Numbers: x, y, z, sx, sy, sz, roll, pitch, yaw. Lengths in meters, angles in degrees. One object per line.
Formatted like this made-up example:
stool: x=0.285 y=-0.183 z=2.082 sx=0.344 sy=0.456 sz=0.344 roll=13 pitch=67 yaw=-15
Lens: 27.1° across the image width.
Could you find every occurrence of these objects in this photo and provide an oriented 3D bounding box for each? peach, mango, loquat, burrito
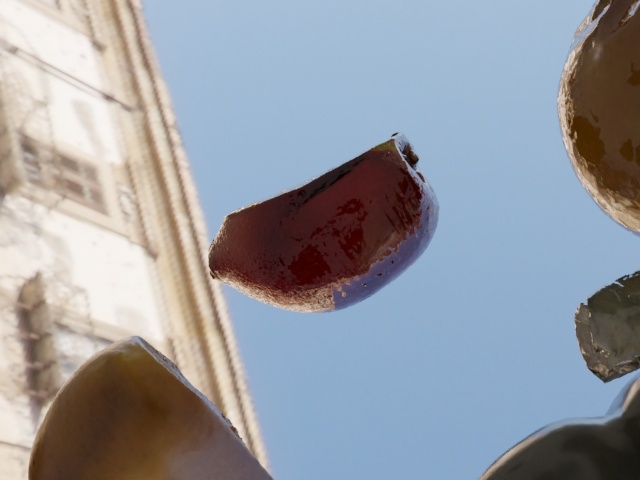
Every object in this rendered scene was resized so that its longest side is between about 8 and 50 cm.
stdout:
peach: x=0.002 y=-0.001 z=1.440 sx=0.267 sy=0.154 sz=0.159 roll=-23 pitch=-92 yaw=2
mango: x=-0.139 y=0.207 z=1.125 sx=0.201 sy=0.350 sz=0.199 roll=16 pitch=-122 yaw=17
loquat: x=0.395 y=-0.148 z=1.335 sx=0.328 sy=0.328 sz=0.329 roll=-14 pitch=-115 yaw=33
burrito: x=0.194 y=0.015 z=0.582 sx=0.188 sy=0.058 sz=0.045 roll=-23 pitch=-119 yaw=-16

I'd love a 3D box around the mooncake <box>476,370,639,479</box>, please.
mooncake: x=0.169 y=0.156 z=0.700 sx=0.275 sy=0.275 sz=0.135 roll=-39 pitch=-109 yaw=19
